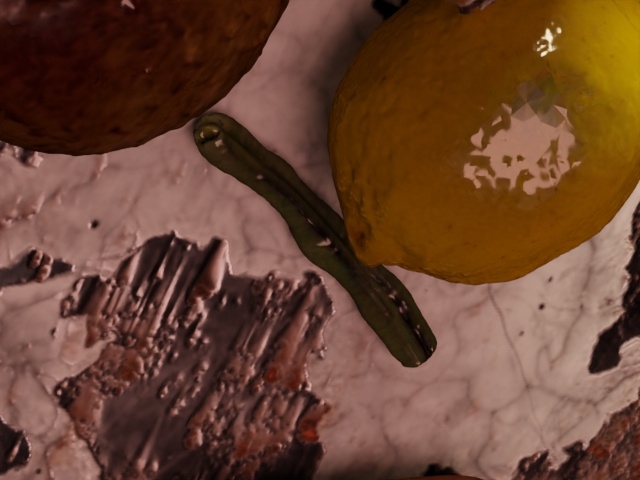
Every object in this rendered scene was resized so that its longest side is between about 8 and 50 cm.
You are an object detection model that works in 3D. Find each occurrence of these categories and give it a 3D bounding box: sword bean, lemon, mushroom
[{"bbox_3d":[0.000,-0.001,1.272,0.269,0.038,0.043,46,64,-34],"label":"sword bean"},{"bbox_3d":[0.117,-0.079,1.193,0.260,0.204,0.204,-41,124,-3],"label":"lemon"},{"bbox_3d":[-0.181,-0.183,0.969,0.356,0.331,0.334,-46,159,29],"label":"mushroom"}]

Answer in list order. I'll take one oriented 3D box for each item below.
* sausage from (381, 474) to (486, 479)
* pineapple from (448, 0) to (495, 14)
[{"bbox_3d":[0.007,0.245,1.336,0.304,0.121,0.121,-5,114,-25],"label":"sausage"},{"bbox_3d":[0.074,-0.329,1.100,0.286,0.209,0.344,48,58,-15],"label":"pineapple"}]
